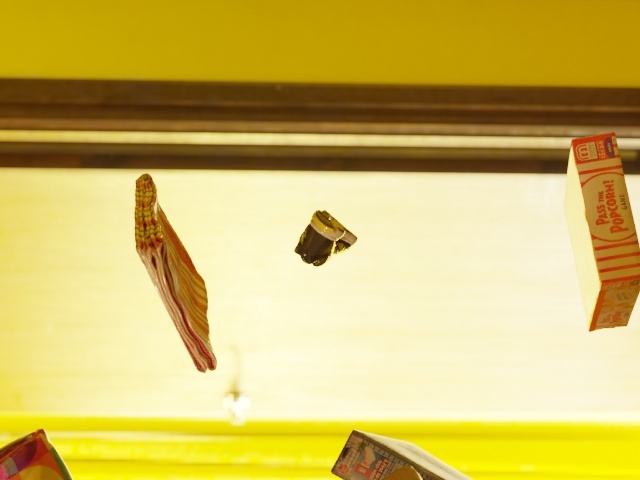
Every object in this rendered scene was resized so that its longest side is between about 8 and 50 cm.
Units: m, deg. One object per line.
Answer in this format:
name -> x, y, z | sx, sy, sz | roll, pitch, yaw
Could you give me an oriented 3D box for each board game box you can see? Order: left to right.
board game box -> 0.138, 0.299, 1.560 | 0.060, 0.194, 0.194 | -62, 151, 1
board game box -> 0.279, -0.004, 1.329 | 0.193, 0.045, 0.146 | 67, 14, -71

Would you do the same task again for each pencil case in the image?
pencil case -> -0.253, 0.294, 1.264 | 0.236, 0.104, 0.104 | 60, -1, -4

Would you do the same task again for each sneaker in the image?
sneaker -> 0.000, 0.000, 0.906 | 0.035, 0.031, 0.083 | -50, 167, 4

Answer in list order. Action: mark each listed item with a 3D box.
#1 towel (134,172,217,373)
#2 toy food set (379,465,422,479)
towel -> -0.137, 0.027, 1.293 | 0.197, 0.029, 0.144 | -109, 176, -66
toy food set -> 0.061, 0.314, 0.884 | 0.306, 0.220, 0.092 | 50, 11, -21
